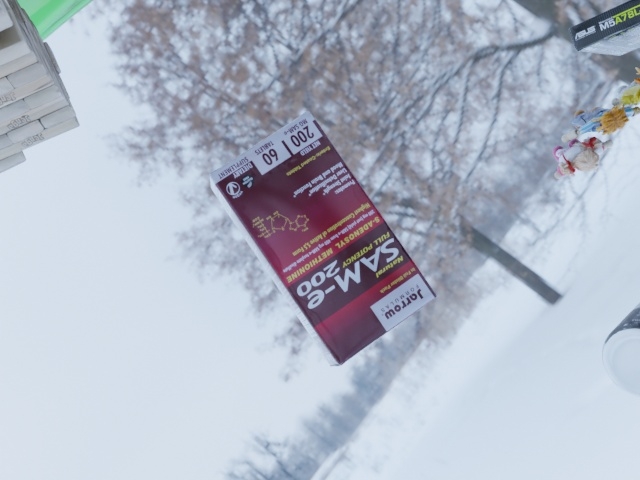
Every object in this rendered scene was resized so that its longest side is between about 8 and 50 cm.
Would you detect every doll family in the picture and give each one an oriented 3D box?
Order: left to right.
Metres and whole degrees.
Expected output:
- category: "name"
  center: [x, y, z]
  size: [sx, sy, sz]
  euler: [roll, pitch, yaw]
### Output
- category: "doll family"
  center: [0.470, -0.199, 1.399]
  size: [0.263, 0.118, 0.163]
  euler: [-25, 10, 5]

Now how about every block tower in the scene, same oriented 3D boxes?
- category: "block tower"
  center: [-0.278, -0.172, 0.653]
  size: [0.097, 0.091, 0.335]
  euler: [-25, -20, -7]

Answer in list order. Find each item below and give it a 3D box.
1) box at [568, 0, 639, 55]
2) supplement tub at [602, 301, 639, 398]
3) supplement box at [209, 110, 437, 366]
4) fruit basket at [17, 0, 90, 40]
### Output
- category: "box"
  center: [0.497, -0.334, 1.343]
  size: [0.184, 0.045, 0.190]
  euler: [-23, -7, 39]
- category: "supplement tub"
  center: [0.499, 0.143, 1.304]
  size: [0.190, 0.117, 0.117]
  euler: [-26, -26, -47]
- category: "supplement box"
  center: [0.000, 0.000, 0.948]
  size: [0.130, 0.239, 0.073]
  euler: [-35, -3, -10]
- category: "fruit basket"
  center: [-0.397, -0.377, 0.946]
  size: [0.392, 0.392, 0.283]
  euler: [-62, 0, 43]
